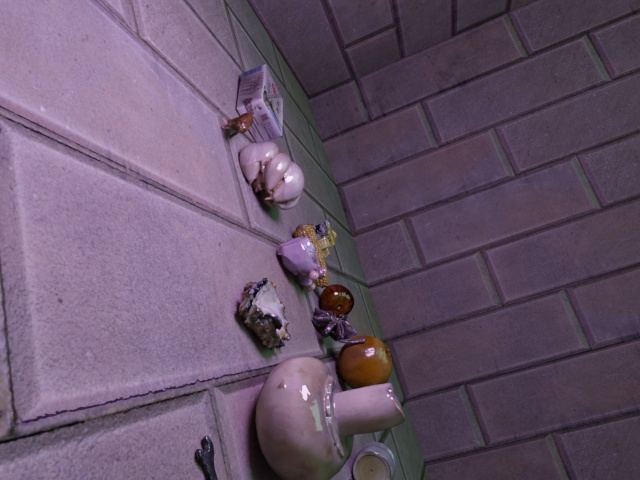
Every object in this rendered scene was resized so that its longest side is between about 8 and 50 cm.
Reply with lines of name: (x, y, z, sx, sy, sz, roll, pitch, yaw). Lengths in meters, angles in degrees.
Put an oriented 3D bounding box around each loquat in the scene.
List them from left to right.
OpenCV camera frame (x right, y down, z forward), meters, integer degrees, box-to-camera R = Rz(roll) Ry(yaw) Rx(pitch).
loquat: (0.184, 0.507, 1.827, 0.193, 0.238, 0.238, -60, 129, -74)

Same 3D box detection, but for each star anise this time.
star anise: (0.062, 0.351, 1.783, 0.231, 0.089, 0.209, 42, 26, 28)

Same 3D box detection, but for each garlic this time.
garlic: (-0.163, -0.229, 1.625, 0.281, 0.185, 0.203, 63, 34, -38)

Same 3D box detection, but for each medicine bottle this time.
medicine bottle: (0.194, 0.818, 1.602, 0.143, 0.147, 0.147, 42, 31, -73)

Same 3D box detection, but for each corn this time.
corn: (-0.037, 0.068, 1.908, 0.106, 0.106, 0.293, -51, 125, -76)

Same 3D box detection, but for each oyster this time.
oyster: (-0.148, 0.204, 1.229, 0.259, 0.092, 0.198, 61, 12, -75)

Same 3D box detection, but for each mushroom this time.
mushroom: (0.023, 0.409, 1.057, 0.314, 0.336, 0.314, -17, 90, -86)

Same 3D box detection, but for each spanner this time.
spanner: (-0.178, 0.483, 0.798, 0.054, 0.015, 0.254, 6, 65, -75)

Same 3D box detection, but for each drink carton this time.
drink carton: (-0.255, -0.587, 1.899, 0.324, 0.132, 0.194, -95, 162, -45)

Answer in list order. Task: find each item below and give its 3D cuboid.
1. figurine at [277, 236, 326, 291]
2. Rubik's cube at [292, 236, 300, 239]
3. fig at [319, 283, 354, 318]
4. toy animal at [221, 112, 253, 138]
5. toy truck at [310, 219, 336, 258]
figurine: (-0.063, 0.088, 1.682, 0.276, 0.133, 0.200, 63, 5, -49)
Rubik's cube: (-0.085, 0.030, 1.800, 0.073, 0.075, 0.084, 41, 30, -61)
fig: (0.078, 0.265, 1.958, 0.149, 0.148, 0.202, 46, 19, 11)
toy animal: (-0.282, -0.410, 1.570, 0.241, 0.099, 0.057, -82, 151, -64)
toy truck: (0.000, 0.000, 2.109, 0.272, 0.124, 0.157, -44, 113, -77)
